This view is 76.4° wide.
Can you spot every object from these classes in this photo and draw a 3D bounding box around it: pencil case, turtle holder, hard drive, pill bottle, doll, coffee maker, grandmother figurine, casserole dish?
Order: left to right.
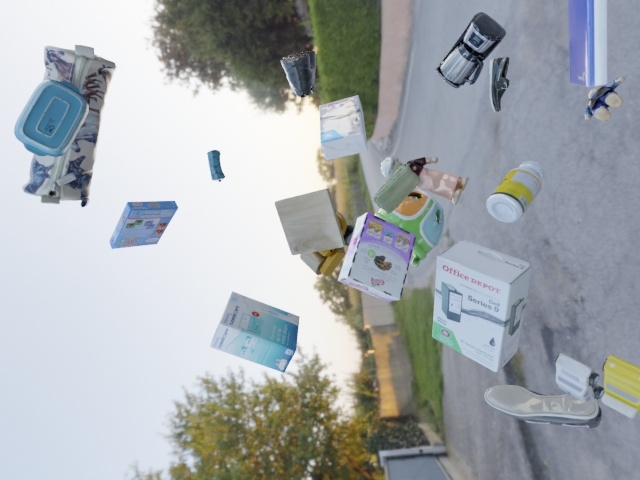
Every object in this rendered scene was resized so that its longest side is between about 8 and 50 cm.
[{"bbox_3d":[-0.622,-0.285,0.946,0.037,0.114,0.188,14,78,56],"label":"casserole dish"},{"bbox_3d":[-0.655,-0.298,1.063,0.183,0.160,0.410,31,107,45],"label":"pencil case"},{"bbox_3d":[-0.508,-0.365,1.984,0.064,0.070,0.152,155,103,-71],"label":"pencil case"},{"bbox_3d":[0.356,-0.043,1.511,0.320,0.227,0.243,40,-177,-18],"label":"turtle holder"},{"bbox_3d":[0.394,-0.248,1.619,0.208,0.342,0.104,-54,-24,-24],"label":"grandmother figurine"},{"bbox_3d":[0.449,-0.578,1.221,0.178,0.120,0.171,-51,19,52],"label":"coffee maker"},{"bbox_3d":[0.565,-0.143,1.167,0.184,0.103,0.103,-46,-33,-22],"label":"pill bottle"},{"bbox_3d":[0.601,-0.521,0.921,0.210,0.040,0.319,-49,-50,-60],"label":"hard drive"},{"bbox_3d":[0.755,-0.377,1.085,0.129,0.046,0.189,-62,-6,35],"label":"doll"}]

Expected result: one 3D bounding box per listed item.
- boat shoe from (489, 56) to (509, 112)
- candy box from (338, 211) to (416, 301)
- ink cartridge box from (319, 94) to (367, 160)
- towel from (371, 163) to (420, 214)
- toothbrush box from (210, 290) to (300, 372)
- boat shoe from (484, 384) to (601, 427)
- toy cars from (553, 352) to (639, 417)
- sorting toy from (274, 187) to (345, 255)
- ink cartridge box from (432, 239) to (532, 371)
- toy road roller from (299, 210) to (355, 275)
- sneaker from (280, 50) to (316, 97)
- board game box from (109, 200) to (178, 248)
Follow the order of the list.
[{"bbox_3d":[0.793,-0.688,1.801,0.084,0.079,0.233,-12,-77,-54],"label":"boat shoe"},{"bbox_3d":[0.158,0.048,1.116,0.070,0.164,0.196,-32,36,65],"label":"candy box"},{"bbox_3d":[0.053,-0.289,0.998,0.060,0.104,0.180,62,-159,-51],"label":"ink cartridge box"},{"bbox_3d":[0.230,-0.152,1.224,0.110,0.148,0.027,30,-163,-45],"label":"towel"},{"bbox_3d":[-0.241,0.344,1.551,0.216,0.295,0.126,-86,20,-65],"label":"toothbrush box"},{"bbox_3d":[0.716,0.551,1.325,0.095,0.335,0.112,59,-137,-27],"label":"boat shoe"},{"bbox_3d":[0.672,0.359,0.986,0.176,0.087,0.394,38,171,12],"label":"toy cars"},{"bbox_3d":[-0.036,-0.085,1.767,0.089,0.257,0.256,-44,-60,-60],"label":"sorting toy"},{"bbox_3d":[0.427,0.172,1.109,0.211,0.121,0.289,24,130,44],"label":"ink cartridge box"},{"bbox_3d":[0.000,0.000,1.969,0.202,0.330,0.240,41,-163,29],"label":"toy road roller"},{"bbox_3d":[-0.063,-0.531,1.305,0.286,0.109,0.130,-77,-24,-60],"label":"sneaker"},{"bbox_3d":[-0.588,-0.052,1.353,0.160,0.211,0.039,-8,-120,-48],"label":"board game box"}]
